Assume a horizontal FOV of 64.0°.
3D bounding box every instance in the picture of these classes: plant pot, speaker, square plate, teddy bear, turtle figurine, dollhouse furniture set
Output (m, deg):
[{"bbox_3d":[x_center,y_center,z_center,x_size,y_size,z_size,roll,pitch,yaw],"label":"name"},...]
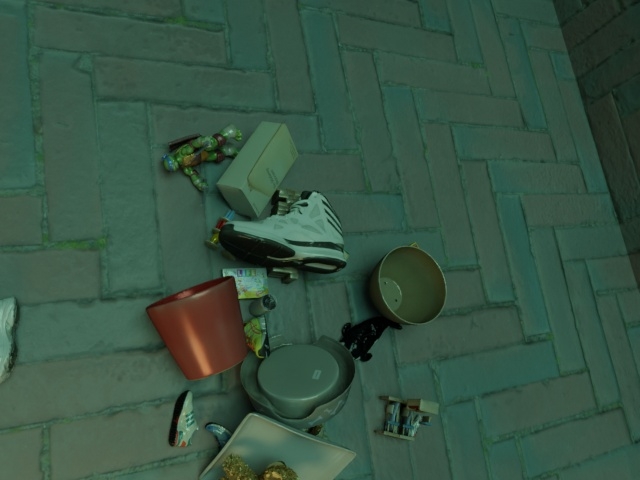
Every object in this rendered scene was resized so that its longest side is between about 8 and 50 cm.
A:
[{"bbox_3d":[0.289,0.180,1.874,0.283,0.191,0.284,8,70,-23],"label":"plant pot"},{"bbox_3d":[-0.189,0.212,1.671,0.055,0.136,0.055,8,70,-23],"label":"speaker"},{"bbox_3d":[-0.128,0.647,1.496,0.347,0.344,0.049,27,27,-16],"label":"square plate"},{"bbox_3d":[-0.204,0.710,1.442,0.245,0.338,0.113,43,19,-1],"label":"teddy bear"},{"bbox_3d":[-0.347,0.262,1.524,0.274,0.275,0.243,-21,94,-29],"label":"plant pot"},{"bbox_3d":[-0.363,-0.262,1.708,0.266,0.274,0.198,-36,126,-33],"label":"turtle figurine"},{"bbox_3d":[0.290,0.607,1.748,0.128,0.183,0.130,19,67,-19],"label":"dollhouse furniture set"}]

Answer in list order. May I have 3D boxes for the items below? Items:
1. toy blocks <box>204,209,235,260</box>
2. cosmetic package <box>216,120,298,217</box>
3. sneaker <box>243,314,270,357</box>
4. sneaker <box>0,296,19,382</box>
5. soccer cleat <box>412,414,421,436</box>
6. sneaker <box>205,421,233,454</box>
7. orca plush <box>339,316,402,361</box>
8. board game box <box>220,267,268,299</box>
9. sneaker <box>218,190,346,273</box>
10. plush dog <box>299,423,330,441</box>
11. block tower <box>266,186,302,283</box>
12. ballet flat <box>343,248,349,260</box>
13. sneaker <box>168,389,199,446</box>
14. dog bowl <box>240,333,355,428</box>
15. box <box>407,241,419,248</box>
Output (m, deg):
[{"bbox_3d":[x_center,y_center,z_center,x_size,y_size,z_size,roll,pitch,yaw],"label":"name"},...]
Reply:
[{"bbox_3d":[-0.305,-0.021,1.737,0.123,0.054,0.148,34,63,-12],"label":"toy blocks"},{"bbox_3d":[-0.211,-0.249,1.778,0.310,0.113,0.160,-62,149,-26],"label":"cosmetic package"},{"bbox_3d":[-0.211,0.311,1.616,0.094,0.208,0.082,-7,107,-9],"label":"sneaker"},{"bbox_3d":[-0.877,0.268,1.369,0.115,0.090,0.232,-1,66,-19],"label":"sneaker"},{"bbox_3d":[0.338,0.664,1.843,0.035,0.029,0.083,35,67,-16],"label":"soccer cleat"},{"bbox_3d":[-0.289,0.613,1.544,0.162,0.063,0.073,44,65,-7],"label":"sneaker"},{"bbox_3d":[0.181,0.347,1.823,0.287,0.102,0.151,-12,80,-28],"label":"orca plush"},{"bbox_3d":[-0.254,0.146,1.724,0.154,0.026,0.104,0,74,-25],"label":"board game box"},{"bbox_3d":[-0.120,-0.052,1.692,0.447,0.169,0.258,14,60,-29],"label":"sneaker"},{"bbox_3d":[-0.065,0.539,1.618,0.262,0.211,0.226,15,42,-22],"label":"plush dog"},{"bbox_3d":[-0.128,-0.024,1.800,0.097,0.091,0.336,8,70,-22],"label":"block tower"},{"bbox_3d":[0.000,0.000,1.865,0.248,0.086,0.086,43,61,-8],"label":"ballet flat"},{"bbox_3d":[-0.397,0.533,1.529,0.075,0.057,0.161,25,63,-35],"label":"sneaker"},{"bbox_3d":[-0.066,0.426,1.573,0.348,0.348,0.102,-19,123,-29],"label":"dog bowl"},{"bbox_3d":[0.395,0.128,2.017,0.087,0.058,0.232,-30,88,-29],"label":"box"}]
